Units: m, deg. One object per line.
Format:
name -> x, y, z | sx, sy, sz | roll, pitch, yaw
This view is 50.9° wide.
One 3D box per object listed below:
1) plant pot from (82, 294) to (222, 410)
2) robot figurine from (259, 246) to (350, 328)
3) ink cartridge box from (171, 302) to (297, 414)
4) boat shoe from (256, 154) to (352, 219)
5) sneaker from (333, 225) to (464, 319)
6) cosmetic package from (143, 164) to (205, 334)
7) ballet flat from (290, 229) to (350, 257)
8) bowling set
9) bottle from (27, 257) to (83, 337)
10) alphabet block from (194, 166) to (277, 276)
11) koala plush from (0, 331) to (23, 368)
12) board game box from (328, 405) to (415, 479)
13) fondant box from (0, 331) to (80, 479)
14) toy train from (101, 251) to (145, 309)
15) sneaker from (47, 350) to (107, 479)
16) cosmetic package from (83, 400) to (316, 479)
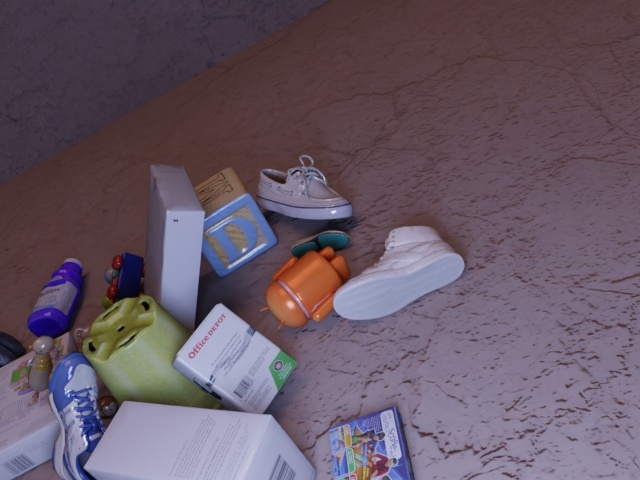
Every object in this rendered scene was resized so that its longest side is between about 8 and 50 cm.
plant pot -> -0.371, 0.265, 1.472 | 0.276, 0.254, 0.276 | -19, 35, 14
robot figurine -> -0.036, 0.111, 1.540 | 0.219, 0.158, 0.128 | -40, -4, -15
ink cartridge box -> -0.178, 0.254, 1.383 | 0.153, 0.208, 0.087 | -52, 2, -30
boat shoe -> -0.050, -0.153, 1.835 | 0.136, 0.156, 0.367 | -11, 17, -35
sneaker -> 0.152, 0.065, 1.493 | 0.292, 0.108, 0.169 | -20, 33, -3
cosmetic package -> -0.372, 0.037, 1.675 | 0.097, 0.377, 0.284 | 0, 28, -20
ballet flat -> 0.000, 0.000, 1.720 | 0.168, 0.057, 0.052 | -14, 28, 21
bowling set -> -0.515, 0.300, 1.579 | 0.200, 0.154, 0.287 | 37, 34, 29
bottle -> -0.790, 0.167, 2.039 | 0.118, 0.092, 0.283 | -20, 36, 15
alphabet block -> -0.261, -0.054, 1.859 | 0.193, 0.192, 0.197 | -31, 35, -5
koala plush -> -0.969, 0.358, 1.862 | 0.221, 0.203, 0.196 | -46, 36, -3
board game box -> 0.089, 0.396, 1.167 | 0.136, 0.035, 0.201 | -22, 35, 11
fondant box -> -0.713, 0.410, 1.674 | 0.238, 0.096, 0.330 | -28, 35, 2
toy train -> -0.570, 0.169, 1.891 | 0.143, 0.105, 0.248 | -21, 57, 45
sneaker -> -0.495, 0.382, 1.424 | 0.131, 0.296, 0.112 | 12, 18, 37
cosmetic package -> -0.219, 0.416, 1.224 | 0.365, 0.197, 0.155 | -6, 41, 32
